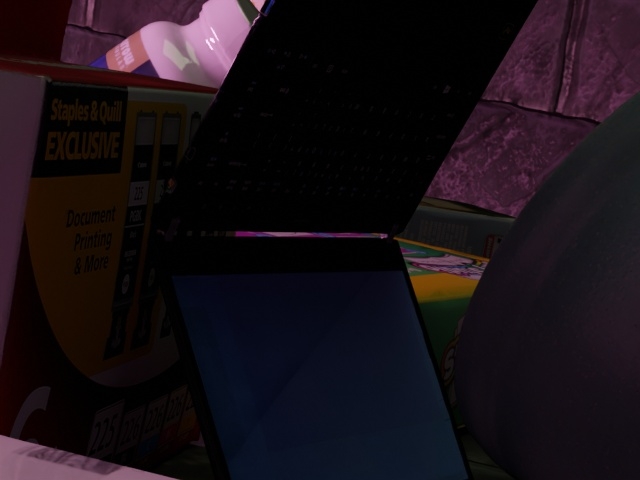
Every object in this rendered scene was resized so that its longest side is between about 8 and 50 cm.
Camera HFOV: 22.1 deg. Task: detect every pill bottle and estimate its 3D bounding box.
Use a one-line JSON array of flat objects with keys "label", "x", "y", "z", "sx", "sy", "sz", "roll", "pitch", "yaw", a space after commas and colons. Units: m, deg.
[{"label": "pill bottle", "x": -0.145, "y": -0.088, "z": 1.376, "sx": 0.265, "sy": 0.153, "sz": 0.153, "roll": -34, "pitch": 1, "yaw": 8}]

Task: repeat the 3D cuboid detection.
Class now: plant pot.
[{"label": "plant pot", "x": 0.236, "y": 0.069, "z": 0.750, "sx": 0.293, "sy": 0.293, "sz": 0.196, "roll": 5, "pitch": 34, "yaw": -38}]

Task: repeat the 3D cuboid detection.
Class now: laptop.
[{"label": "laptop", "x": 0.042, "y": -0.002, "z": 0.811, "sx": 0.136, "sy": 0.264, "sz": 0.234, "roll": 38, "pitch": 18, "yaw": 26}]

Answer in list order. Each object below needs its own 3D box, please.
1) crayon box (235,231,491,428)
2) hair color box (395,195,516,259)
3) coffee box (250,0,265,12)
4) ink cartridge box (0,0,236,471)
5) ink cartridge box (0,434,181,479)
[{"label": "crayon box", "x": -0.029, "y": 0.047, "z": 1.151, "sx": 0.313, "sy": 0.106, "sz": 0.363, "roll": 14, "pitch": 7, "yaw": 25}, {"label": "hair color box", "x": 0.000, "y": 0.000, "z": 1.603, "sx": 0.375, "sy": 0.113, "sz": 0.185, "roll": 8, "pitch": 6, "yaw": -22}, {"label": "coffee box", "x": -0.037, "y": -0.184, "z": 1.550, "sx": 0.098, "sy": 0.246, "sz": 0.141, "roll": 6, "pitch": 7, "yaw": -37}, {"label": "ink cartridge box", "x": -0.138, "y": -0.019, "z": 0.782, "sx": 0.130, "sy": 0.271, "sz": 0.309, "roll": 11, "pitch": 7, "yaw": 12}, {"label": "ink cartridge box", "x": -0.071, "y": 0.119, "z": 0.332, "sx": 0.283, "sy": 0.117, "sz": 0.207, "roll": 12, "pitch": 6, "yaw": 12}]
